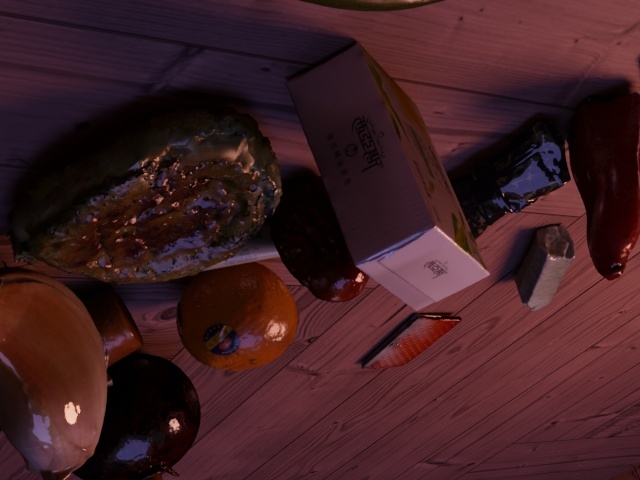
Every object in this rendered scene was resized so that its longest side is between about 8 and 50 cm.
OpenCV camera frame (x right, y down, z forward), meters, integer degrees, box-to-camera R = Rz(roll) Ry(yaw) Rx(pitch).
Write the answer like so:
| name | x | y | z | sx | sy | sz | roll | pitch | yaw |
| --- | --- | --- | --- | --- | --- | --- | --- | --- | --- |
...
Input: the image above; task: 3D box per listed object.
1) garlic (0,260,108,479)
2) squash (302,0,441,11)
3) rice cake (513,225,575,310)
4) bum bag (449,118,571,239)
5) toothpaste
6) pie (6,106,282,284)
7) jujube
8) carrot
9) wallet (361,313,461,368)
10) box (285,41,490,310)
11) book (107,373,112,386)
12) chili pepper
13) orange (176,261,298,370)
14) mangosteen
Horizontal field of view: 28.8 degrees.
| name | x | y | z | sx | sy | sz | roll | pitch | yaw |
| --- | --- | --- | --- | --- | --- | --- | --- | --- | --- |
| garlic | -0.423 | 0.161 | 1.590 | 0.286 | 0.249 | 0.313 | -29 | 131 | -5 |
| squash | 0.050 | -0.272 | 1.254 | 0.318 | 0.080 | 0.071 | -3 | -172 | -26 |
| rice cake | 0.373 | 0.044 | 2.082 | 0.063 | 0.069 | 0.206 | -10 | 151 | -11 |
| bum bag | 0.245 | -0.073 | 1.748 | 0.248 | 0.102 | 0.069 | -33 | -175 | 31 |
| toothpaste | -0.122 | 0.011 | 1.702 | 0.314 | 0.058 | 0.056 | -10 | 167 | -13 |
| pie | -0.210 | -0.041 | 1.502 | 0.355 | 0.103 | 0.288 | -33 | 152 | 29 |
| jujube | 0.000 | 0.000 | 1.630 | 0.109 | 0.176 | 0.112 | -10 | 147 | -26 |
| carrot | -0.409 | 0.165 | 1.760 | 0.302 | 0.138 | 0.139 | -28 | 153 | 3 |
| wallet | 0.164 | 0.185 | 2.275 | 0.103 | 0.020 | 0.196 | 1 | 148 | -33 |
| box | 0.078 | -0.071 | 1.449 | 0.111 | 0.260 | 0.194 | -30 | 153 | 14 |
| book | -0.382 | 0.218 | 1.860 | 0.127 | 0.014 | 0.182 | -25 | -167 | -14 |
| chili pepper | 0.396 | -0.072 | 1.673 | 0.136 | 0.252 | 0.144 | 22 | 144 | -27 |
| orange | -0.121 | 0.109 | 1.793 | 0.177 | 0.155 | 0.177 | -8 | 149 | -5 |
| mangosteen | -0.291 | 0.314 | 1.959 | 0.235 | 0.261 | 0.235 | -23 | 161 | -8 |
